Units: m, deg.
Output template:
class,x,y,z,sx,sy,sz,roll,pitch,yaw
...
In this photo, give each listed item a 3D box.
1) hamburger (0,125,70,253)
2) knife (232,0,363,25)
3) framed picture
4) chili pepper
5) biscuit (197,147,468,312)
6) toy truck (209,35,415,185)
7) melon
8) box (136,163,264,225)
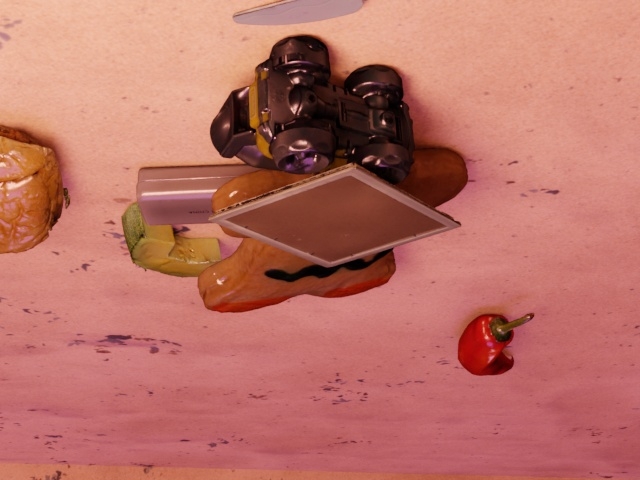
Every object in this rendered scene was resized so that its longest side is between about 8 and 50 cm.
class,x,y,z,sx,sy,sz,roll,pitch,yaw
hamburger,-0.430,-0.065,1.427,0.183,0.129,0.206,-5,153,-1
knife,0.026,-0.261,1.157,0.260,0.034,0.063,-10,162,30
framed picture,0.023,-0.027,1.352,0.217,0.017,0.274,-18,158,27
chili pepper,0.338,0.207,2.165,0.137,0.091,0.368,-21,162,-3
biscuit,0.000,0.000,1.543,0.368,0.076,0.394,-7,154,-26
toy truck,-0.006,-0.131,1.297,0.224,0.147,0.165,11,154,-34
melon,-0.233,0.010,1.690,0.118,0.064,0.210,-28,148,35
box,-0.133,-0.065,1.535,0.244,0.055,0.103,-2,156,0
